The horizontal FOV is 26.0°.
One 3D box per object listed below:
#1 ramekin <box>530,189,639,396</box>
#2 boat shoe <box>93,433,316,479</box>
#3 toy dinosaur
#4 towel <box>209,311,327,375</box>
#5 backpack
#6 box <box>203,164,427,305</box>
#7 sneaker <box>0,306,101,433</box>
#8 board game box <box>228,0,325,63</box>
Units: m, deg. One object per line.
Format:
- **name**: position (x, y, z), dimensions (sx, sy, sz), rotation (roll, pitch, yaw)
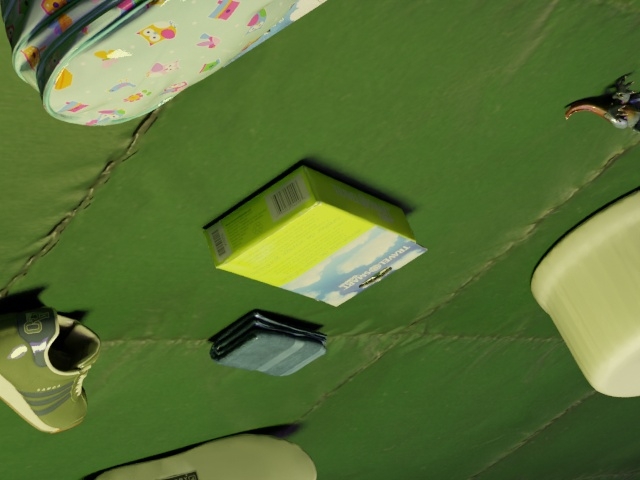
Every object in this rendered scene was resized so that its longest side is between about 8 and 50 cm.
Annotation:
- **ramekin**: position (0.371, 0.051, 1.437), dimensions (0.277, 0.135, 0.277), rotation (-18, 154, -9)
- **boat shoe**: position (-0.136, 0.278, 1.551), dimensions (0.258, 0.095, 0.084), rotation (-3, 154, -14)
- **toy dinosaur**: position (0.259, -0.111, 1.168), dimensions (0.090, 0.047, 0.082), rotation (6, 172, 19)
- **towel**: position (-0.049, 0.102, 1.328), dimensions (0.067, 0.029, 0.119), rotation (-34, 153, 23)
- **backpack**: position (-0.089, -0.143, 0.721), dimensions (0.182, 0.115, 0.152), rotation (-30, 156, 23)
- **box**: position (0.000, 0.000, 1.151), dimensions (0.109, 0.042, 0.178), rotation (-32, 153, 22)
- **sneaker**: position (-0.219, 0.107, 1.161), dimensions (0.086, 0.064, 0.192), rotation (-20, 152, 7)
- **board game box**: position (-0.049, -0.151, 0.845), dimensions (0.090, 0.020, 0.090), rotation (-31, 154, 18)
